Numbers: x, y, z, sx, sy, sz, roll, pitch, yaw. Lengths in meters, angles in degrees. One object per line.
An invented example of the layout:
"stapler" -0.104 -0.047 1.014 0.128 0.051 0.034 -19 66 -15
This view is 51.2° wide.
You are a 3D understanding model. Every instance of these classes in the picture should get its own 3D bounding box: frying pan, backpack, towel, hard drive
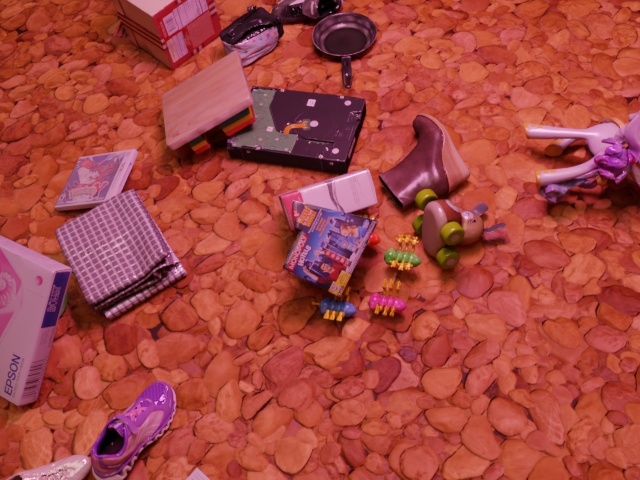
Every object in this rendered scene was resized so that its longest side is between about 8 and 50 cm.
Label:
"frying pan" 0.099 -0.575 2.004 0.197 0.053 0.326 -23 58 -8
"backpack" -0.214 -0.622 2.042 0.182 0.115 0.152 -38 48 -16
"towel" -0.499 0.026 1.645 0.235 0.121 0.283 -31 58 -12
"hard drive" -0.063 -0.308 1.841 0.339 0.064 0.236 9 58 13

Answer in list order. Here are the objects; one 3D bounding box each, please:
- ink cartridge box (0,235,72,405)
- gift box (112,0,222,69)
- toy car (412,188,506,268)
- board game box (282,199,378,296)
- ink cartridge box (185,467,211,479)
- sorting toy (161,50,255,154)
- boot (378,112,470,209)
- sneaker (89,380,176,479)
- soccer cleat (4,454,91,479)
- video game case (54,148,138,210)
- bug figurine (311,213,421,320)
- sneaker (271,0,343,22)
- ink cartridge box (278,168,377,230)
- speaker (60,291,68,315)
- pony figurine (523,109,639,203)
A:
"ink cartridge box" -0.743 0.159 1.516 0.330 0.071 0.323 20 99 19
"gift box" -0.502 -0.715 2.062 0.258 0.255 0.276 38 65 25
"toy car" 0.336 -0.043 1.573 0.189 0.148 0.155 -14 45 -15
"board game box" 0.000 0.000 1.506 0.194 0.060 0.194 28 82 1
"ink cartridge box" -0.237 0.550 1.254 0.128 0.127 0.176 34 68 26
"sorting toy" -0.303 -0.370 1.854 0.257 0.089 0.255 -28 45 10
"boot" 0.240 -0.209 1.716 0.207 0.090 0.248 -23 60 -10
"sneaker" -0.394 0.388 1.394 0.095 0.104 0.236 21 55 23
"soccer cleat" -0.570 0.493 1.368 0.196 0.076 0.068 -21 56 -7
"video game case" -0.608 -0.165 1.812 0.202 0.023 0.183 -5 53 24
"bug figurine" 0.113 0.081 1.550 0.216 0.072 0.278 11 63 22
"sneaker" -0.040 -0.730 2.092 0.235 0.078 0.106 -9 25 0
"ink cartridge box" 0.016 -0.101 1.628 0.218 0.158 0.092 -19 97 -4
"speaker" -0.764 0.105 1.626 0.297 0.131 0.131 21 62 20
"pony figurine" 0.690 -0.200 1.569 0.364 0.302 0.350 -13 46 18
